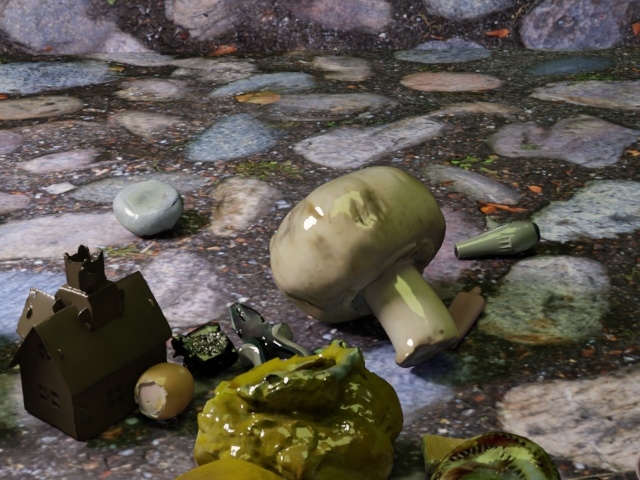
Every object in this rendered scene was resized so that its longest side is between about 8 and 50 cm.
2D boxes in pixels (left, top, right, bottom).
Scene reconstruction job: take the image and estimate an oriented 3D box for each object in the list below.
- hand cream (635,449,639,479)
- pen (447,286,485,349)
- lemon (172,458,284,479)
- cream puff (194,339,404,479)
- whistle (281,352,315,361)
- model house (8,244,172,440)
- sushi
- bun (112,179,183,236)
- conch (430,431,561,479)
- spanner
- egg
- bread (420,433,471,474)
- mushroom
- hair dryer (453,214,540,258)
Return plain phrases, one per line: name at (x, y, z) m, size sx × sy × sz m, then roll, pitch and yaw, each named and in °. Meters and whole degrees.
hand cream at (0.505, 0.271, 1.461) m, size 0.133 × 0.083 × 0.248 m, roll 15°, pitch 19°, yaw 24°
pen at (0.240, 0.125, 1.809) m, size 0.053 × 0.032 × 0.197 m, roll 11°, pitch 29°, yaw 23°
lemon at (-0.101, 0.343, 1.132) m, size 0.204 × 0.204 × 0.260 m, roll -1°, pitch 25°, yaw -3°
cream puff at (-0.025, 0.228, 1.381) m, size 0.282 × 0.185 × 0.282 m, roll 3°, pitch 36°, yaw -2°
whistle at (-0.024, 0.190, 1.663) m, size 0.083 × 0.029 × 0.033 m, roll -2°, pitch 29°, yaw 19°
model house at (-0.353, 0.119, 1.556) m, size 0.204 × 0.243 × 0.211 m, roll 17°, pitch 30°, yaw 30°
sushi at (-0.184, 0.176, 1.666) m, size 0.085 × 0.056 × 0.083 m, roll -14°, pitch 35°, yaw -30°
bun at (-0.343, -0.058, 2.133) m, size 0.141 × 0.083 × 0.141 m, roll 0°, pitch 35°, yaw 0°
conch at (0.212, 0.323, 1.285) m, size 0.181 × 0.124 × 0.187 m, roll 4°, pitch 47°, yaw -15°
spanner at (-0.071, 0.177, 1.649) m, size 0.096 × 0.040 × 0.325 m, roll -32°, pitch 35°, yaw -12°
egg at (-0.223, 0.217, 1.546) m, size 0.080 × 0.080 × 0.096 m, roll 14°, pitch 14°, yaw 27°
bread at (0.177, 0.293, 1.444) m, size 0.083 × 0.035 × 0.070 m, roll 4°, pitch 25°, yaw -7°
mushroom at (0.092, 0.057, 1.733) m, size 0.314 × 0.314 × 0.336 m, roll -15°, pitch 61°, yaw -30°
hair dryer at (0.315, -0.012, 2.093) m, size 0.167 × 0.067 × 0.199 m, roll -16°, pitch 18°, yaw -19°
